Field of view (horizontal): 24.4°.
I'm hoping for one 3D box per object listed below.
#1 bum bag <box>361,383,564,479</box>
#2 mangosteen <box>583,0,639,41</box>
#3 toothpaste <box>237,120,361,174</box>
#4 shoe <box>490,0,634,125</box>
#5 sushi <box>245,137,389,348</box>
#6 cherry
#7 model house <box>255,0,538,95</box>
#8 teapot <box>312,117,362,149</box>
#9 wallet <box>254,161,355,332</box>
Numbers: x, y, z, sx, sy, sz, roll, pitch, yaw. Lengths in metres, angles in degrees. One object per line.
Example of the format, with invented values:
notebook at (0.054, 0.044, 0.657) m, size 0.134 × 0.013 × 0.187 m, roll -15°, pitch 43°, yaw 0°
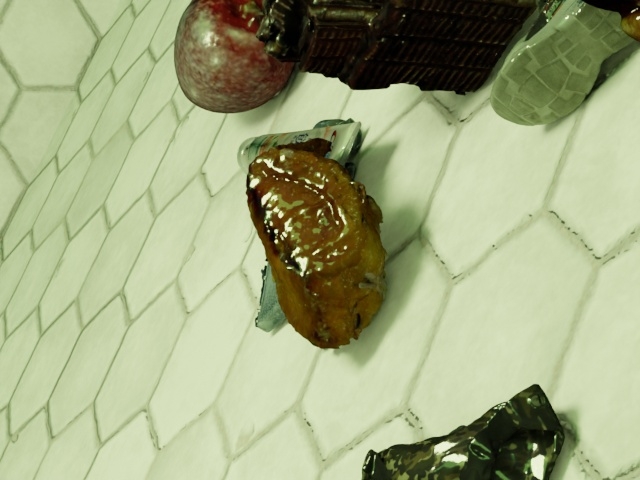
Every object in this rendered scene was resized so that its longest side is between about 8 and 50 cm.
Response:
bum bag at (0.123, 0.211, 1.357) m, size 0.248 × 0.069 × 0.102 m, roll -31°, pitch 59°, yaw 44°
mangosteen at (0.316, -0.284, 1.367) m, size 0.228 × 0.265 × 0.228 m, roll -22°, pitch -1°, yaw 0°
toothpaste at (-0.031, -0.115, 2.029) m, size 0.100 × 0.066 × 0.323 m, roll -64°, pitch 23°, yaw -9°
shoe at (0.259, -0.229, 1.566) m, size 0.227 × 0.099 × 0.125 m, roll -43°, pitch 35°, yaw 24°
sushi at (0.000, 0.003, 1.771) m, size 0.167 × 0.179 × 0.296 m, roll -36°, pitch 52°, yaw 2°
cherry at (-0.141, -0.315, 2.404) m, size 0.300 × 0.203 × 0.230 m, roll -42°, pitch 34°, yaw 55°
model house at (0.100, -0.322, 1.759) m, size 0.282 × 0.317 × 0.297 m, roll -121°, pitch 38°, yaw -76°
teapot at (0.016, -0.138, 2.042) m, size 0.063 × 0.049 × 0.083 m, roll -47°, pitch 19°, yaw -15°
wallet at (-0.019, 0.001, 1.972) m, size 0.167 × 0.036 × 0.222 m, roll -40°, pitch 31°, yaw 38°
